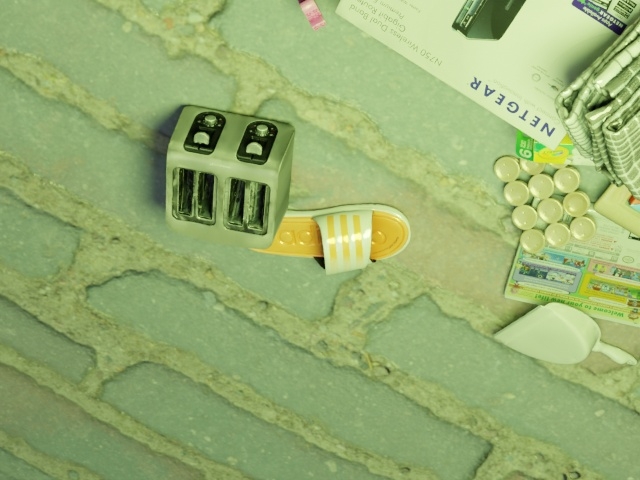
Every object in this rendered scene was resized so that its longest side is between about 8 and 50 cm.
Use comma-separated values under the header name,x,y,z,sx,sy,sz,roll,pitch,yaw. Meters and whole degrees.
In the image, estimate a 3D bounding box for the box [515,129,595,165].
name,x,y,z,sx,sy,sz,roll,pitch,yaw
box,0.348,-0.148,1.788,0.179,0.105,0.043,2,139,11

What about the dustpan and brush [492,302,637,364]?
name,x,y,z,sx,sy,sz,roll,pitch,yaw
dustpan and brush,0.386,0.152,2.050,0.211,0.060,0.147,32,146,-10

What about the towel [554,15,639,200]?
name,x,y,z,sx,sy,sz,roll,pitch,yaw
towel,0.422,-0.190,1.604,0.284,0.235,0.121,-43,68,4

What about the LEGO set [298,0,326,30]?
name,x,y,z,sx,sy,sz,roll,pitch,yaw
LEGO set,-0.005,-0.339,1.672,0.087,0.093,0.227,-28,155,5

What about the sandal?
name,x,y,z,sx,sy,sz,roll,pitch,yaw
sandal,0.001,0.009,2.007,0.265,0.076,0.102,-2,127,14

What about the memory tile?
name,x,y,z,sx,sy,sz,roll,pitch,yaw
memory tile,0.314,-0.059,1.896,0.113,0.012,0.148,-16,101,23

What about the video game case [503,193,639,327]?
name,x,y,z,sx,sy,sz,roll,pitch,yaw
video game case,0.391,0.029,1.972,0.212,0.023,0.193,12,129,2

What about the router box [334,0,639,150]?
name,x,y,z,sx,sy,sz,roll,pitch,yaw
router box,0.229,-0.318,1.651,0.335,0.082,0.301,32,128,4

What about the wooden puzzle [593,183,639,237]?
name,x,y,z,sx,sy,sz,roll,pitch,yaw
wooden puzzle,0.524,-0.070,1.837,0.221,0.044,0.238,29,121,-11

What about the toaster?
name,x,y,z,sx,sy,sz,roll,pitch,yaw
toaster,-0.132,-0.084,1.940,0.168,0.110,0.185,12,129,6
